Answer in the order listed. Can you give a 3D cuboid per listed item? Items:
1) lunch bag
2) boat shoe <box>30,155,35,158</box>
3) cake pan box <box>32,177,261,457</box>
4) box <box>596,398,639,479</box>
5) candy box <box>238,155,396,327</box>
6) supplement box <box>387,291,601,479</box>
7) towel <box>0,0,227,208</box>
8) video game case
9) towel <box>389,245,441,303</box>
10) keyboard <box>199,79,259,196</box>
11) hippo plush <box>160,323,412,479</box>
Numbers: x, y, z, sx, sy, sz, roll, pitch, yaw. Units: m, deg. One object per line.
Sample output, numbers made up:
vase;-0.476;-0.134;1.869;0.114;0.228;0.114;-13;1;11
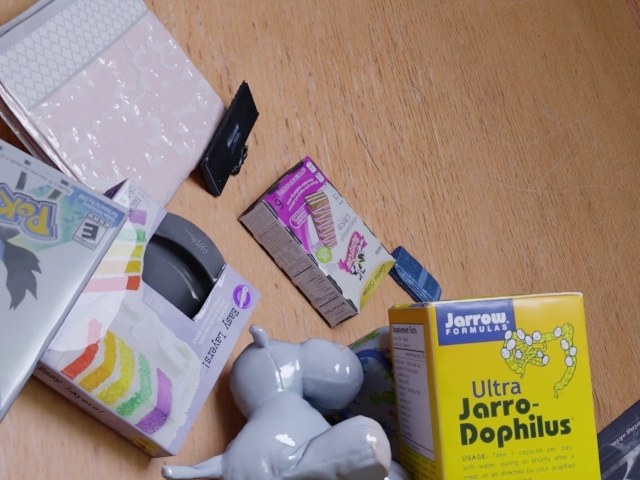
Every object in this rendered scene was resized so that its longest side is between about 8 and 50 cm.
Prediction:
lunch bag;0.105;0.245;1.182;0.219;0.176;0.090;49;43;-5
boat shoe;-0.413;-0.097;0.999;0.142;0.049;0.040;16;50;-44
cake pan box;-0.221;0.092;1.007;0.246;0.070;0.267;46;51;-24
box;0.615;0.450;1.186;0.297;0.480;0.472;42;12;-15
candy box;0.000;0.000;1.308;0.233;0.071;0.159;50;42;-9
supplement box;0.212;0.248;1.010;0.195;0.194;0.357;-4;86;-9
towel;-0.285;-0.203;1.138;0.317;0.053;0.332;53;41;-22
video game case;-0.415;0.003;0.854;0.329;0.036;0.300;30;55;-9
towel;0.170;0.067;1.460;0.119;0.029;0.067;44;42;-14
keyboard;-0.140;-0.153;1.274;0.108;0.023;0.180;71;34;-52
hippo plush;-0.042;0.253;1.058;0.294;0.234;0.237;-5;41;-5
